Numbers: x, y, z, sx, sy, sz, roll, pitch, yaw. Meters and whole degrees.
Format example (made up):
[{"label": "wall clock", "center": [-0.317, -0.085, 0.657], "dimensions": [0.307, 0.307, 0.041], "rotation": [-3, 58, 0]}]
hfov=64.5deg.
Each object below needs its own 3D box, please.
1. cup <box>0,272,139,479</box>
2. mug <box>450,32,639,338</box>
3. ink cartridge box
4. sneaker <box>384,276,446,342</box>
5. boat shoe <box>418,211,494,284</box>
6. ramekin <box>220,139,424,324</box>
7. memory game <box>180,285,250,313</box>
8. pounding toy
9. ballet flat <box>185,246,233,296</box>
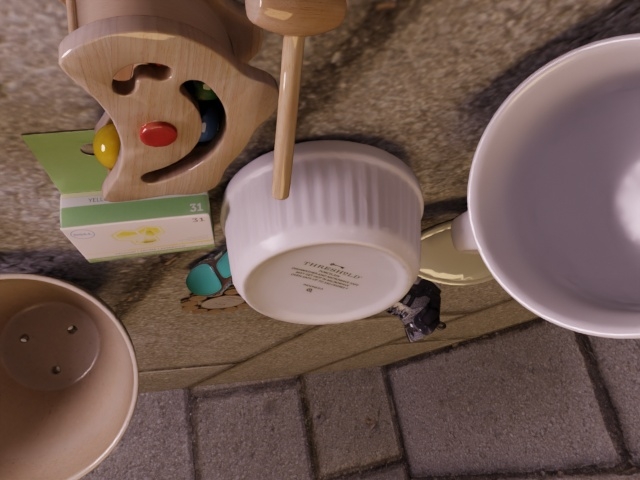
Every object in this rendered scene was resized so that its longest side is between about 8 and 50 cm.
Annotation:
[{"label": "cup", "center": [-0.463, 0.201, 0.829], "dimensions": [0.331, 0.330, 0.237], "rotation": [-5, -174, -15]}, {"label": "mug", "center": [0.337, -0.039, 0.608], "dimensions": [0.328, 0.276, 0.374], "rotation": [-1, 168, -45]}, {"label": "ink cartridge box", "center": [-0.219, -0.045, 0.600], "dimensions": [0.171, 0.056, 0.235], "rotation": [-7, 161, -11]}, {"label": "sneaker", "center": [0.195, 0.171, 1.240], "dimensions": [0.269, 0.153, 0.101], "rotation": [-1, 157, -25]}, {"label": "boat shoe", "center": [0.289, -0.005, 0.876], "dimensions": [0.320, 0.116, 0.099], "rotation": [-12, -161, -6]}, {"label": "ramekin", "center": [0.004, 0.009, 0.659], "dimensions": [0.273, 0.127, 0.272], "rotation": [-2, 146, -2]}, {"label": "memory game", "center": [-0.219, 0.134, 1.135], "dimensions": [0.186, 0.012, 0.186], "rotation": [-9, 159, -4]}, {"label": "pounding toy", "center": [-0.112, -0.094, 0.374], "dimensions": [0.154, 0.154, 0.269], "rotation": [0, 155, -35]}, {"label": "ballet flat", "center": [-0.160, 0.048, 0.872], "dimensions": [0.070, 0.070, 0.188], "rotation": [9, 156, -43]}]
